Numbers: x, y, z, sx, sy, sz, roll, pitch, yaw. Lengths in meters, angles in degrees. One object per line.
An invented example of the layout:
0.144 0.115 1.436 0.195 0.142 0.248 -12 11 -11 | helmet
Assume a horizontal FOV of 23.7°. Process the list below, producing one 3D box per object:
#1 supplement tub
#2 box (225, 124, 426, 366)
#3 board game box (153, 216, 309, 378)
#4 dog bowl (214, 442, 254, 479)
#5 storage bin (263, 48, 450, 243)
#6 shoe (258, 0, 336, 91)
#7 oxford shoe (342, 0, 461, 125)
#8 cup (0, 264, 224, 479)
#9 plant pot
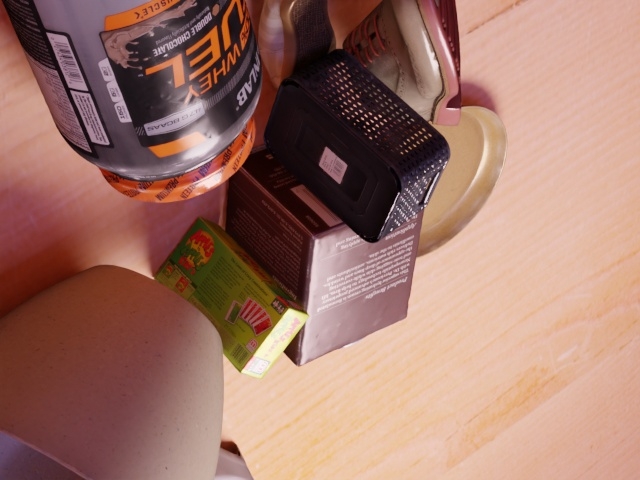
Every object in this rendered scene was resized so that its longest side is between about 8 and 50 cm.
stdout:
-0.170 -0.202 1.376 0.207 0.207 0.338 -35 143 -16 | supplement tub
0.000 0.000 1.773 0.168 0.167 0.203 -22 138 -31 | box
-0.102 0.063 1.718 0.092 0.181 0.043 -53 144 9 | board game box
-0.221 0.397 1.987 0.349 0.102 0.348 -27 140 -25 | dog bowl
0.036 -0.101 1.632 0.084 0.180 0.122 -34 159 -35 | storage bin
-0.028 -0.223 1.625 0.076 0.058 0.219 -40 159 -20 | shoe
0.084 -0.202 1.633 0.130 0.123 0.348 -3 161 5 | oxford shoe
-0.234 0.168 1.619 0.237 0.331 0.331 -61 150 -25 | cup
0.142 -0.078 1.959 0.236 0.032 0.236 -26 139 -26 | plant pot
